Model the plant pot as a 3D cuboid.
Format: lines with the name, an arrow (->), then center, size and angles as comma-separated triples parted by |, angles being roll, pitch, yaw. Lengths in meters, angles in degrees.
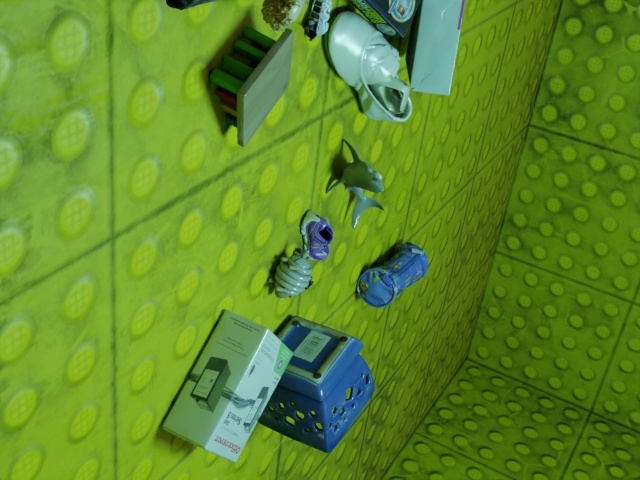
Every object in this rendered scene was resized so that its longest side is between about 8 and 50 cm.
plant pot -> -0.025, 0.329, 2.028 | 0.236, 0.236, 0.212 | -47, 144, -40

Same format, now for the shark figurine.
shark figurine -> 0.068, -0.129, 2.026 | 0.116, 0.166, 0.278 | -37, 170, -8

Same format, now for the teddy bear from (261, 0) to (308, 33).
teddy bear -> -0.069, -0.479, 1.254 | 0.245, 0.113, 0.338 | -90, -179, -58

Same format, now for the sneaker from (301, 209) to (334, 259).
sneaker -> 0.000, 0.000, 1.979 | 0.068, 0.071, 0.170 | -59, 157, -22

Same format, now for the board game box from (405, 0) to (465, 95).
board game box -> 0.259, -0.483, 1.927 | 0.303, 0.098, 0.224 | -83, 180, -65

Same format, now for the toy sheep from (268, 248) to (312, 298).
toy sheep -> -0.062, 0.076, 1.890 | 0.132, 0.091, 0.091 | -55, 163, 20

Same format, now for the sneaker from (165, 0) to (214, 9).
sneaker -> -0.167, -0.386, 1.203 | 0.276, 0.135, 0.097 | -76, 156, -73

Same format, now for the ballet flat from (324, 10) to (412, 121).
ballet flat -> 0.127, -0.372, 1.848 | 0.139, 0.139, 0.400 | -64, 158, -9

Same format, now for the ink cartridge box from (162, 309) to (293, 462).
ink cartridge box -> -0.189, 0.311, 1.771 | 0.272, 0.115, 0.198 | -62, 157, -14

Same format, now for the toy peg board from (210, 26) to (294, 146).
toy peg board -> -0.123, -0.277, 1.459 | 0.161, 0.079, 0.160 | -57, 171, -24

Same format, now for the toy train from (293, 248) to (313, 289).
toy train -> -0.043, 0.070, 2.006 | 0.036, 0.027, 0.158 | -46, 152, -22

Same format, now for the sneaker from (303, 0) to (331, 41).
sneaker -> -0.010, -0.426, 1.603 | 0.069, 0.038, 0.098 | -51, 152, -38

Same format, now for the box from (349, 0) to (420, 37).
box -> 0.143, -0.581, 1.684 | 0.216, 0.060, 0.270 | 32, 79, -45

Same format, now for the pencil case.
pencil case -> 0.226, 0.099, 2.522 | 0.133, 0.119, 0.306 | -48, 171, 31
